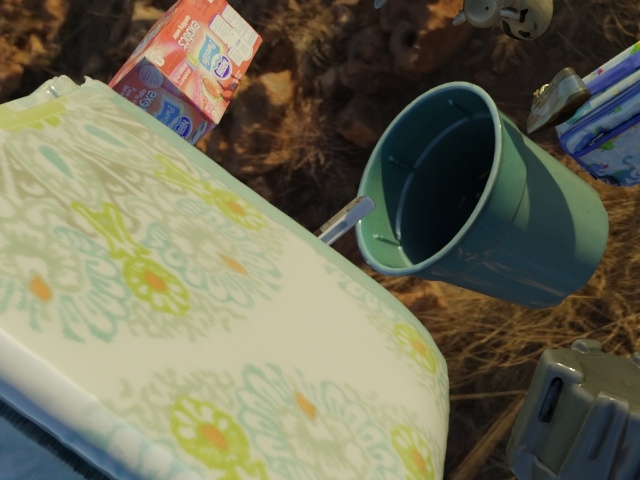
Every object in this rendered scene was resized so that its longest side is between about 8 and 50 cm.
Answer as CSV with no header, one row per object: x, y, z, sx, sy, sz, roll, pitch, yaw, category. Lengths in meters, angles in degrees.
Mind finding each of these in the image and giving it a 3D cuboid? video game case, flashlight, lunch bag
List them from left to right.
0.000,0.000,1.269,0.173,0.190,0.022,-40,93,1,video game case
0.150,0.213,0.567,0.103,0.103,0.304,33,118,36,flashlight
0.416,-0.170,1.168,0.219,0.176,0.090,-33,47,30,lunch bag

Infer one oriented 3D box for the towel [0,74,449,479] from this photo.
-0.085,0.054,0.540,0.374,0.320,0.090,36,112,-2,towel

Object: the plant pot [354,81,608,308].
0.294,-0.049,1.577,0.341,0.334,0.341,-35,44,42,plant pot

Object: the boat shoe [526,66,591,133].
0.278,-0.166,1.088,0.135,0.050,0.045,129,121,-72,boat shoe

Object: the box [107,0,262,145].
-0.222,-0.275,1.481,0.142,0.300,0.154,-34,114,33,box

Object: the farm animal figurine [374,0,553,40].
0.126,-0.325,0.984,0.330,0.327,0.172,24,86,-2,farm animal figurine
